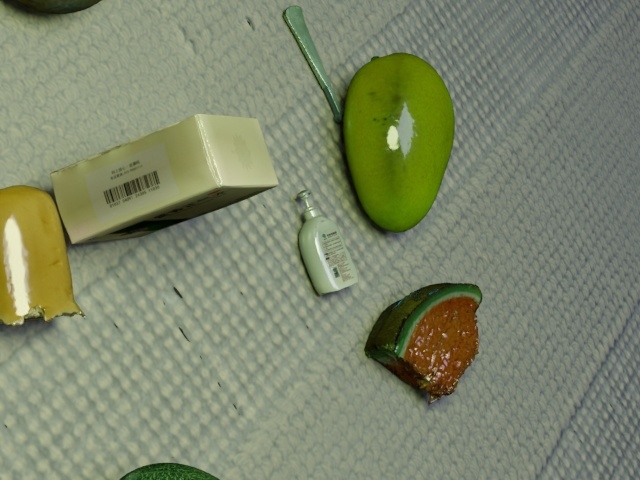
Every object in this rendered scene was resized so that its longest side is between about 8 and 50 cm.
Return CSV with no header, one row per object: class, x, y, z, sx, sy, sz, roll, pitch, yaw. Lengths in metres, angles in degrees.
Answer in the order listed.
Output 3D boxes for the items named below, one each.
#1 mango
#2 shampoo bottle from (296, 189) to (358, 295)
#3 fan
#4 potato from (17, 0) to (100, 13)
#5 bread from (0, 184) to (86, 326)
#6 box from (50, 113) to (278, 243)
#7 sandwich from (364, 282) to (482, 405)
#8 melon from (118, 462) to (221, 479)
mango,0.115,-0.158,1.957,0.185,0.149,0.273,38,54,-45
shampoo bottle,0.000,0.000,1.854,0.077,0.045,0.151,-22,92,-45
fan,-0.008,-0.267,1.977,0.038,0.016,0.193,-26,92,-45
potato,-0.305,-0.386,1.629,0.251,0.159,0.174,-32,124,-35
bread,-0.343,0.018,1.471,0.134,0.085,0.173,-7,79,-47
box,-0.184,-0.073,1.547,0.168,0.212,0.095,-4,76,-67
sandwich,0.163,0.138,1.948,0.235,0.079,0.159,-48,119,-40
melon,-0.145,0.357,1.466,0.288,0.182,0.182,43,48,-22
